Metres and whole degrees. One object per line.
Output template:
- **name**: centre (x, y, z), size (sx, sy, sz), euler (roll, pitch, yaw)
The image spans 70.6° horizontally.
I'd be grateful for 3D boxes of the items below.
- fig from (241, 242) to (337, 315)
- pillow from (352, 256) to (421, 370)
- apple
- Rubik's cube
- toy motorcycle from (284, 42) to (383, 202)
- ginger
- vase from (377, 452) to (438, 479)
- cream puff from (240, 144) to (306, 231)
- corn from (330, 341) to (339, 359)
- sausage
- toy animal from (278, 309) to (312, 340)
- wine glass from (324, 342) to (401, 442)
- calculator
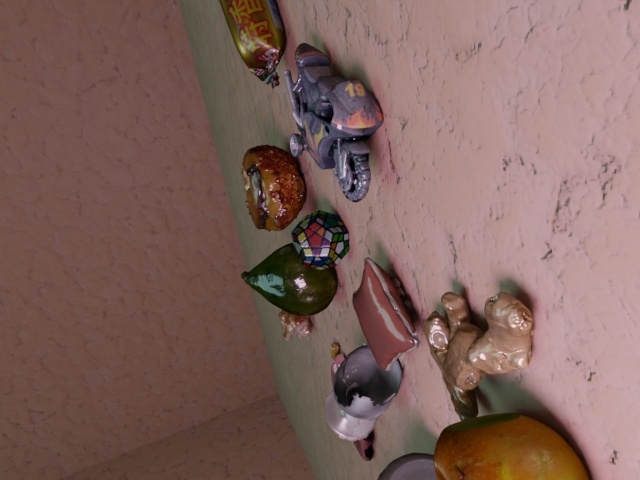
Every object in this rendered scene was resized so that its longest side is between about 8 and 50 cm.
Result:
- **fig**: centre (-0.082, 0.105, 1.158), size (0.195, 0.244, 0.196), euler (173, 90, -88)
- **pillow**: centre (0.113, 0.135, 0.811), size (0.179, 0.075, 0.172), euler (103, 146, -60)
- **apple**: centre (0.213, 0.274, 0.507), size (0.163, 0.147, 0.147), euler (81, 172, -71)
- **Rubik's cube**: centre (0.000, 0.000, 0.993), size (0.133, 0.132, 0.112), euler (111, 164, -65)
- **toy motorcycle**: centre (0.018, -0.206, 0.752), size (0.174, 0.108, 0.307), euler (101, 151, -42)
- **ginger**: centre (0.188, 0.128, 0.583), size (0.259, 0.065, 0.150), euler (90, 159, -51)
- **vase**: centre (0.159, 0.532, 0.797), size (0.245, 0.244, 0.292), euler (-125, 28, -47)
- **cream puff**: centre (-0.124, -0.138, 1.190), size (0.240, 0.163, 0.241), euler (178, 90, -78)
- **corn**: centre (0.043, 0.327, 1.339), size (0.083, 0.027, 0.028), euler (87, 172, -48)
- **sausage**: centre (-0.150, -0.477, 0.987), size (0.125, 0.117, 0.318), euler (-19, 86, 35)
- **toy animal**: centre (-0.096, 0.261, 1.623), size (0.185, 0.104, 0.184), euler (113, 145, -73)
- **wine glass**: centre (0.089, 0.340, 1.007), size (0.321, 0.143, 0.144), euler (97, 151, -53)
- **calculator**: centre (0.092, 0.498, 1.314), size (0.220, 0.048, 0.330), euler (-130, 26, -51)
